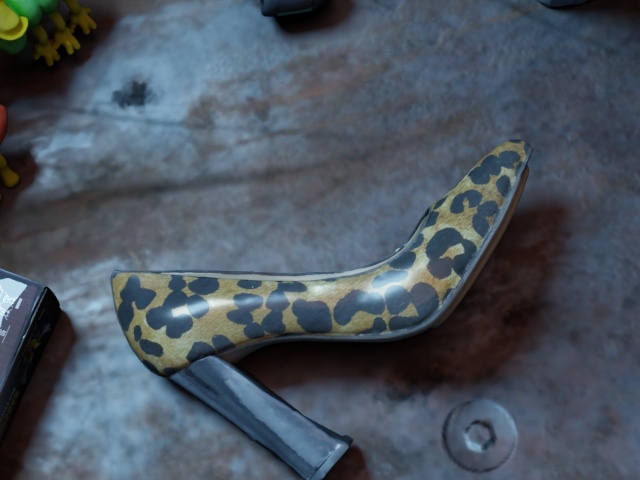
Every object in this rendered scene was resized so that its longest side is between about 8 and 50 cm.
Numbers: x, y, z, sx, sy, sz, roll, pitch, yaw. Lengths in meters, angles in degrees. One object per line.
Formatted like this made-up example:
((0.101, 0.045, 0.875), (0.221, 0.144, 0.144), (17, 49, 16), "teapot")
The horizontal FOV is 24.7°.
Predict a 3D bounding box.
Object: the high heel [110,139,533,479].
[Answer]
((0.000, 0.000, 0.924), (0.186, 0.093, 0.261), (37, 85, 5), "high heel")

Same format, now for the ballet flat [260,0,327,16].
((-0.066, -0.237, 1.021), (0.074, 0.074, 0.203), (-30, 77, -9), "ballet flat")

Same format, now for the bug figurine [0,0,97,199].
((-0.274, -0.155, 0.934), (0.279, 0.072, 0.216), (44, 73, -13), "bug figurine")

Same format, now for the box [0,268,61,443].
((-0.293, 0.107, 0.913), (0.183, 0.056, 0.231), (19, 73, 7), "box")

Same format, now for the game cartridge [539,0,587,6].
((0.283, -0.255, 0.958), (0.294, 0.196, 0.060), (-22, 72, -6), "game cartridge")
